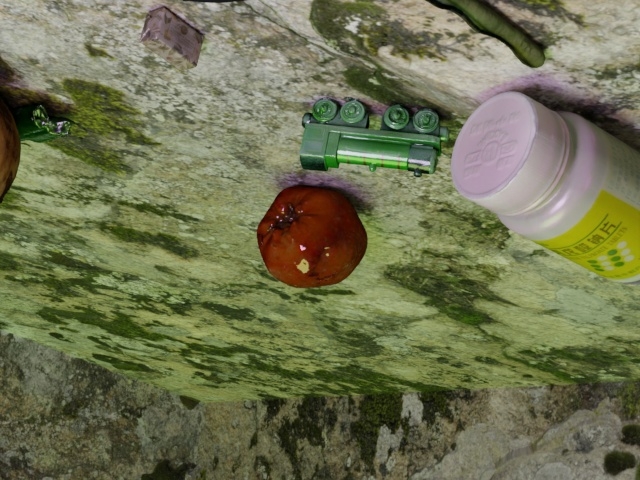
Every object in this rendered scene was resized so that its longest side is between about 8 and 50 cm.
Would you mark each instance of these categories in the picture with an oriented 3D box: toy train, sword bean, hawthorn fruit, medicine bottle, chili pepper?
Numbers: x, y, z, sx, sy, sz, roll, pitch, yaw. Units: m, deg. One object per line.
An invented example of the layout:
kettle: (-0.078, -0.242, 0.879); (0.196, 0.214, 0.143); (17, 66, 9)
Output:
toy train: (0.087, -0.168, 1.980); (0.251, 0.119, 0.085); (8, 159, 11)
sword bean: (0.226, -0.307, 1.653); (0.269, 0.038, 0.043); (24, 150, -36)
hawthorn fruit: (0.000, 0.000, 2.375); (0.211, 0.211, 0.299); (0, 170, 26)
medicine bottle: (0.408, -0.084, 1.909); (0.379, 0.213, 0.214); (24, 156, -32)
chili pepper: (-0.554, -0.219, 2.235); (0.224, 0.061, 0.098); (-8, 148, 37)

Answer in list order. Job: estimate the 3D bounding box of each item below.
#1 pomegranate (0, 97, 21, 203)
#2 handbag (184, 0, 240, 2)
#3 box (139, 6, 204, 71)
pomegranate: (-0.699, -0.173, 2.111); (0.322, 0.322, 0.322); (9, 160, 3)
handbag: (-0.202, -0.373, 1.585); (0.211, 0.088, 0.254); (6, 175, 17)
box: (-0.230, -0.311, 1.828); (0.045, 0.062, 0.098); (-6, 156, 40)
